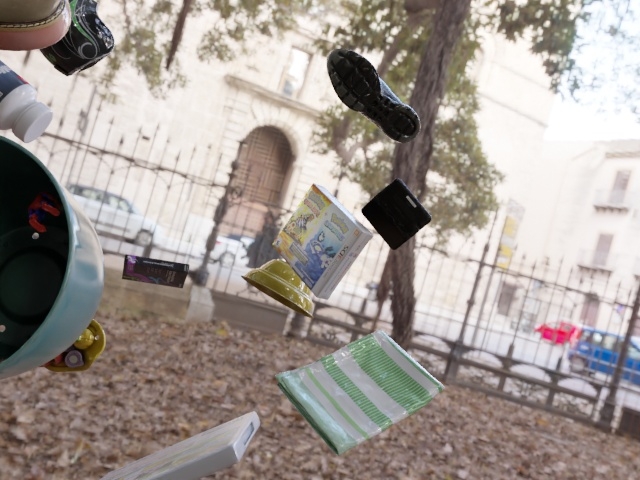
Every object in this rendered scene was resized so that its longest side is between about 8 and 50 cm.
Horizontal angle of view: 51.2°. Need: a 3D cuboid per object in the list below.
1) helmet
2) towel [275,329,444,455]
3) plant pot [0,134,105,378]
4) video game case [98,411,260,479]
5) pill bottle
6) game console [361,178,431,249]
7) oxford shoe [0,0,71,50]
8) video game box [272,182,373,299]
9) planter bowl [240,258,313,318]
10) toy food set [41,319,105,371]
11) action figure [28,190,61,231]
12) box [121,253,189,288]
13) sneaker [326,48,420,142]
[{"bbox_3d":[-0.565,-0.475,1.523,0.161,0.169,0.169,62,-20,-18],"label":"helmet"},{"bbox_3d":[0.092,0.331,1.528,0.325,0.038,0.248,-17,42,-34],"label":"towel"},{"bbox_3d":[-0.407,0.039,0.834,0.293,0.292,0.235,16,-11,6],"label":"plant pot"},{"bbox_3d":[-0.279,0.410,1.199,0.329,0.036,0.300,-23,-5,0],"label":"video game case"},{"bbox_3d":[-0.605,-0.273,1.267,0.180,0.108,0.108,40,-4,-6],"label":"pill bottle"},{"bbox_3d":[0.168,-0.058,1.488,0.122,0.107,0.071,50,-3,3],"label":"game console"},{"bbox_3d":[-0.465,-0.298,0.673,0.397,0.140,0.146,-3,-26,-20],"label":"oxford shoe"},{"bbox_3d":[0.000,0.000,1.520,0.048,0.187,0.205,19,21,-49],"label":"video game box"},{"bbox_3d":[-0.091,0.109,1.725,0.217,0.090,0.217,29,-10,6],"label":"planter bowl"},{"bbox_3d":[-0.613,0.241,1.547,0.218,0.128,0.071,-6,-12,12],"label":"toy food set"},{"bbox_3d":[-0.326,-0.035,0.786,0.030,0.038,0.115,37,-3,-29],"label":"action figure"},{"bbox_3d":[-0.427,0.081,1.726,0.162,0.029,0.116,9,-27,-15],"label":"box"},{"bbox_3d":[0.103,-0.313,1.460,0.267,0.101,0.106,42,8,-26],"label":"sneaker"}]
